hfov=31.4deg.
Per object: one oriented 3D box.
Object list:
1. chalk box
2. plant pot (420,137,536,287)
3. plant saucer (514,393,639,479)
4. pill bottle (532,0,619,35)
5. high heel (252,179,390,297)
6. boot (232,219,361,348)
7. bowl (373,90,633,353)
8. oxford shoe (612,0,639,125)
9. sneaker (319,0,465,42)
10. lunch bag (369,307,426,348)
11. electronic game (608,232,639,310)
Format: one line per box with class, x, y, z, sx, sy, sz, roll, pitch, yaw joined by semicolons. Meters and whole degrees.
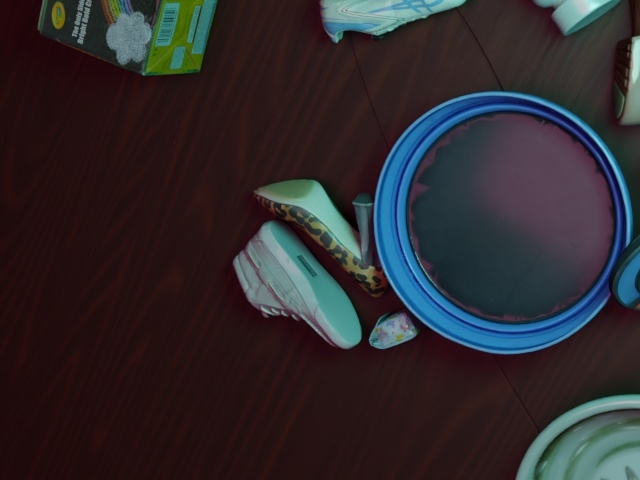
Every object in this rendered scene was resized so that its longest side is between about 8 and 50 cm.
chalk box;-0.342;-0.406;1.906;0.289;0.179;0.180;25;109;21
plant pot;0.226;-0.044;1.782;0.236;0.032;0.236;4;100;25
plant saucer;0.491;0.413;1.698;0.400;0.100;0.400;5;102;24
pill bottle;0.330;-0.411;1.620;0.121;0.121;0.221;-35;84;26
high heel;0.000;0.000;1.878;0.261;0.093;0.186;11;125;36
boot;-0.043;0.098;1.909;0.123;0.095;0.258;-45;71;30
bowl;0.272;-0.028;1.702;0.391;0.077;0.391;5;101;25
oxford shoe;0.503;-0.350;1.564;0.147;0.140;0.397;7;106;2
sneaker;0.115;-0.358;1.760;0.237;0.085;0.086;-4;123;22
lunch bag;0.122;0.140;1.840;0.083;0.071;0.053;-27;88;27
electronic game;0.505;0.022;1.567;0.229;0.229;0.048;-41;50;25
